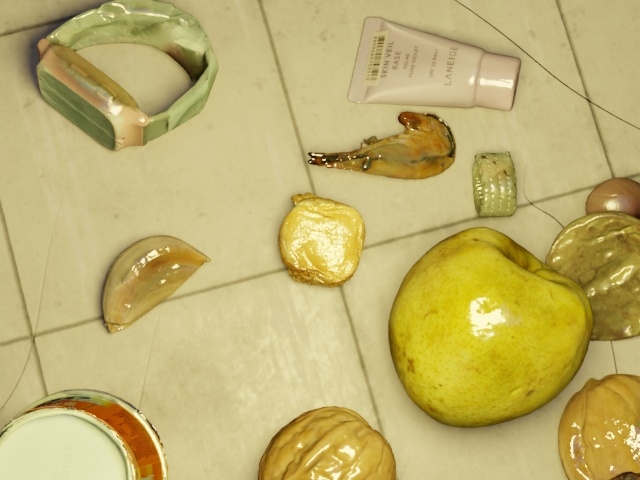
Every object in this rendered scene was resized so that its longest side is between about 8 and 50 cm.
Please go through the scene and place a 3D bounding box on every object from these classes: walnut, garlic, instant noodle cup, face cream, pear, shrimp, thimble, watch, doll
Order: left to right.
[{"bbox_3d":[-0.373,0.359,1.781,0.296,0.214,0.296,1,80,-4],"label":"instant noodle cup"},{"bbox_3d":[-0.299,-0.282,1.932,0.253,0.162,0.241,38,72,1],"label":"watch"},{"bbox_3d":[-0.279,0.055,1.908,0.195,0.087,0.101,-40,98,-12],"label":"garlic"},{"bbox_3d":[0.006,0.358,1.829,0.213,0.213,0.213,1,81,-5],"label":"walnut"},{"bbox_3d":[0.096,-0.155,1.984,0.262,0.066,0.117,2,65,-19],"label":"shrimp"},{"bbox_3d":[0.192,-0.283,2.007,0.274,0.096,0.154,10,83,10],"label":"face cream"},{"bbox_3d":[0.247,0.143,1.835,0.304,0.304,0.304,1,81,-5],"label":"pear"},{"bbox_3d":[0.286,-0.092,1.975,0.062,0.084,0.110,-3,83,-5],"label":"thimble"},{"bbox_3d":[0.472,-0.025,1.974,0.188,0.096,0.145,-25,110,0],"label":"doll"},{"bbox_3d":[0.505,0.309,1.903,0.238,0.141,0.204,12,75,-5],"label":"walnut"}]

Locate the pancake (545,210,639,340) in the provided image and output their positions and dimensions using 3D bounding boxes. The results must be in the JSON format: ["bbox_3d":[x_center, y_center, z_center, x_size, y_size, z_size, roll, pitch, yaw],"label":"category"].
[{"bbox_3d":[0.460,0.063,1.945,0.242,0.050,0.242,1,113,1],"label":"pancake"}]

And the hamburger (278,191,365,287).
[{"bbox_3d":[0.000,0.000,1.940,0.138,0.083,0.147,11,82,-7],"label":"hamburger"}]
